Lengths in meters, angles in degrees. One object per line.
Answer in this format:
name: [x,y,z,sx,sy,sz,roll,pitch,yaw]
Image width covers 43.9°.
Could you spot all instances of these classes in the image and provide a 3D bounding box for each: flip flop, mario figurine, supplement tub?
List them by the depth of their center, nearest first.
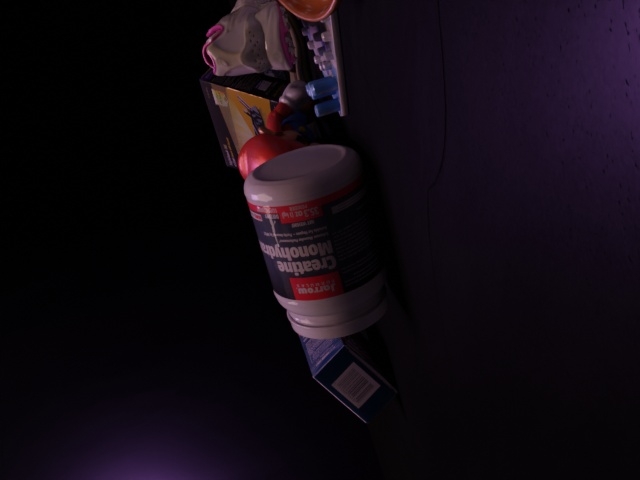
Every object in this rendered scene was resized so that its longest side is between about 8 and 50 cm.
supplement tub: [0.000,0.000,1.272,0.191,0.191,0.272,-116,10,-67]
mario figurine: [-0.028,-0.168,1.468,0.198,0.170,0.320,39,-156,-7]
flip flop: [-0.075,-0.376,1.551,0.277,0.080,0.112,77,175,-47]

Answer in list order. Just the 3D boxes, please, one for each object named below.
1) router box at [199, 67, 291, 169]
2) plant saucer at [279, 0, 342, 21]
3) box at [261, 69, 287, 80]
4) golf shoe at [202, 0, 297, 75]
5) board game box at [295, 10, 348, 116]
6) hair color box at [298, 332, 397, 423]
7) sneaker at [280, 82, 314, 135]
router box: [-0.153,-0.286,2.009,0.081,0.243,0.309,-56,-28,-30]
plant saucer: [-0.027,-0.347,0.890,0.200,0.037,0.200,48,157,28]
box: [-0.165,-0.403,2.159,0.093,0.156,0.158,84,169,-67]
golf shoe: [-0.125,-0.335,1.263,0.306,0.140,0.115,-111,4,-65]
board game box: [-0.052,-0.439,1.177,0.390,0.050,0.390,78,174,-57]
hair color box: [0.054,0.274,1.873,0.174,0.105,0.347,43,-177,-14]
sneaker: [-0.076,-0.234,1.670,0.079,0.121,0.216,-21,76,47]
